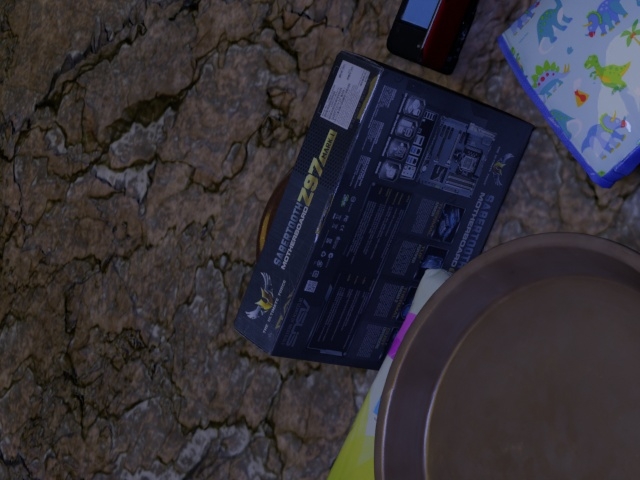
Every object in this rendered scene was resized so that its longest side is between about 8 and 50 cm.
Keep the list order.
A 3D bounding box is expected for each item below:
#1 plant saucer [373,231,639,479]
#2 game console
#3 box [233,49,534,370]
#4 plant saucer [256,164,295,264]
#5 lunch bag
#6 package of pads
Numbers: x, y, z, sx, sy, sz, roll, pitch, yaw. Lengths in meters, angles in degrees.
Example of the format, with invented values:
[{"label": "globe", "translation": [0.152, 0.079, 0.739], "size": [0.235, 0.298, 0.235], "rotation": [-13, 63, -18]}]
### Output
[{"label": "plant saucer", "translation": [0.145, 0.133, 0.772], "size": [0.278, 0.041, 0.278], "rotation": [-16, 67, 43]}, {"label": "game console", "translation": [0.097, -0.223, 1.032], "size": [0.124, 0.085, 0.144], "rotation": [32, 103, 46]}, {"label": "box", "translation": [0.052, -0.013, 0.953], "size": [0.059, 0.183, 0.232], "rotation": [32, 105, 47]}, {"label": "plant saucer", "translation": [0.000, 0.000, 1.116], "size": [0.199, 0.036, 0.198], "rotation": [-13, 71, 44]}, {"label": "lunch bag", "translation": [0.219, -0.129, 0.870], "size": [0.129, 0.096, 0.151], "rotation": [-47, 40, 28]}, {"label": "package of pads", "translation": [0.114, 0.202, 0.893], "size": [0.229, 0.101, 0.296], "rotation": [36, 105, 47]}]
